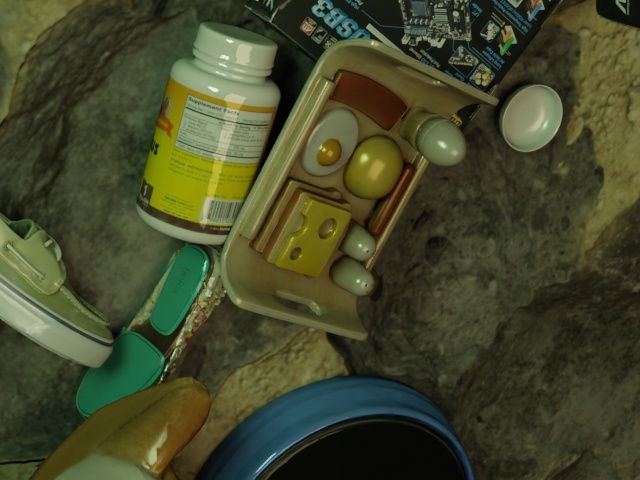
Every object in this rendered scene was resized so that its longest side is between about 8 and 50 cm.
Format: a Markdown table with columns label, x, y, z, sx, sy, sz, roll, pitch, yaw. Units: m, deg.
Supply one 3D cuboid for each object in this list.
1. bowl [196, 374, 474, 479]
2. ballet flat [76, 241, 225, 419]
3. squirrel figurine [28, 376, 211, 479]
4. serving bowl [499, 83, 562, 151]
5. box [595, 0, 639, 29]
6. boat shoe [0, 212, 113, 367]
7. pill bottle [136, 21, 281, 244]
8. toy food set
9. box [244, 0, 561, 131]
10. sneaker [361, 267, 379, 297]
| label | x | y | z | sx | sy | sz | roll | pitch | yaw |
| --- | --- | --- | --- | --- | --- | --- | --- | --- | --- |
| bowl | 0.018 | 0.355 | 1.971 | 0.391 | 0.077 | 0.391 | -11 | 117 | -23 |
| ballet flat | -0.171 | 0.107 | 1.755 | 0.241 | 0.091 | 0.077 | -52 | 151 | 7 |
| squirrel figurine | -0.204 | 0.402 | 1.746 | 0.397 | 0.281 | 0.370 | -20 | 132 | 20 |
| serving bowl | 0.243 | -0.147 | 1.889 | 0.083 | 0.027 | 0.083 | -12 | 117 | -24 |
| box | 0.441 | -0.463 | 1.766 | 0.318 | 0.097 | 0.394 | -25 | 124 | -30 |
| boat shoe | -0.312 | 0.023 | 1.622 | 0.302 | 0.109 | 0.094 | 40 | 88 | -33 |
| pill bottle | -0.112 | -0.112 | 1.659 | 0.117 | 0.117 | 0.215 | 7 | 108 | -31 |
| toy food set | 0.046 | -0.047 | 1.681 | 0.220 | 0.092 | 0.306 | 17 | 104 | -47 |
| box | 0.114 | -0.282 | 1.731 | 0.295 | 0.073 | 0.293 | 34 | 95 | -36 |
| sneaker | 0.000 | 0.000 | 1.802 | 0.192 | 0.064 | 0.086 | 19 | 107 | -30 |
